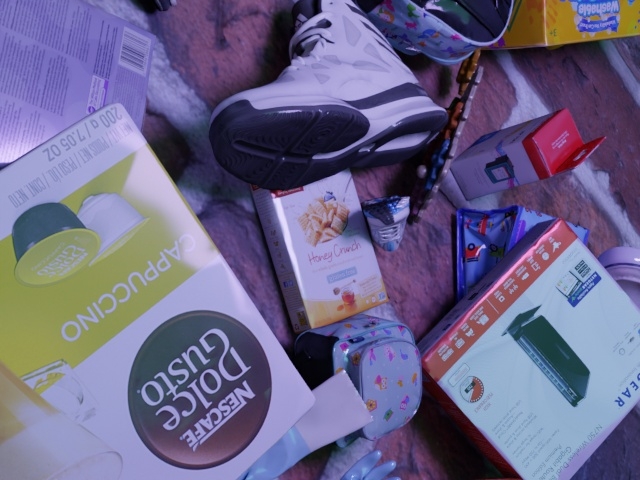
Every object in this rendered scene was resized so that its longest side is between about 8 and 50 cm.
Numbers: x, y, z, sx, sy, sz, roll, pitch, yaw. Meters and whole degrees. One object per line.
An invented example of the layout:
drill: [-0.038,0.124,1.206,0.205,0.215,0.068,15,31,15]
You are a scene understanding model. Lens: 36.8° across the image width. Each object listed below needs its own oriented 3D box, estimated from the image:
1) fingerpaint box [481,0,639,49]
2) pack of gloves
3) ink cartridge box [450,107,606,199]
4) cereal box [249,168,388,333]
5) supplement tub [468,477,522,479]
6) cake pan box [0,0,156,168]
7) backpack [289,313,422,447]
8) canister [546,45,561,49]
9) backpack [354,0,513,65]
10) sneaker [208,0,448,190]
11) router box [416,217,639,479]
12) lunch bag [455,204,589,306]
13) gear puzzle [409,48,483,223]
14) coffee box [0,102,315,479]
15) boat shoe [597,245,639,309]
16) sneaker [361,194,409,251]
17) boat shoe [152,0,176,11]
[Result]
fingerpaint box: [0.486,-0.557,1.788,0.445,0.163,0.371,-14,105,-39]
pack of gloves: [-0.018,0.310,1.239,0.232,0.046,0.195,-30,102,-7]
ink cartridge box: [0.355,-0.153,1.657,0.134,0.231,0.078,-40,106,-41]
cereal box: [0.000,0.000,1.419,0.173,0.047,0.240,-18,91,-44]
supplement tub: [0.246,0.518,1.408,0.194,0.194,0.316,-1,79,-42]
cake pan box: [-0.331,-0.183,1.156,0.246,0.070,0.266,20,66,-39]
backpack: [0.064,0.191,1.357,0.188,0.144,0.165,-18,106,-53]
canister: [0.438,-0.479,1.928,0.170,0.073,0.126,36,58,-32]
backpack: [0.189,-0.416,1.595,0.254,0.191,0.225,24,66,-19]
sneaker: [-0.028,-0.227,1.380,0.447,0.169,0.257,-11,63,-49]
router box: [0.348,0.184,1.513,0.335,0.082,0.301,-44,96,-15]
lunch bag: [0.342,0.104,1.664,0.221,0.138,0.293,14,79,-42]
gear puzzle: [0.212,-0.203,1.599,0.044,0.175,0.339,23,59,0]
coffee box: [-0.278,0.121,0.898,0.338,0.338,0.334,-39,105,-28]
boat shoe: [0.542,0.156,1.739,0.367,0.136,0.156,73,31,-59]
sneaker: [0.104,-0.023,1.450,0.190,0.071,0.082,-60,139,-85]
boat shoe: [-0.280,-0.388,1.264,0.079,0.084,0.233,-42,121,0]
